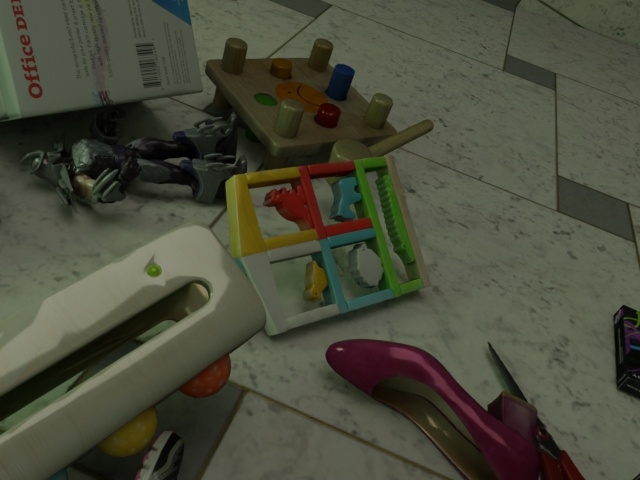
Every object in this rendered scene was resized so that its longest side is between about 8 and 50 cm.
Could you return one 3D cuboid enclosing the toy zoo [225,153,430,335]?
[{"bbox_3d":[0.000,0.000,0.770,0.293,0.030,0.192,-12,83,-35],"label":"toy zoo"}]

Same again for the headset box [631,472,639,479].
[{"bbox_3d":[0.301,0.308,0.485,0.293,0.110,0.218,-25,54,-25],"label":"headset box"}]

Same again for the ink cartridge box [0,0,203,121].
[{"bbox_3d":[-0.345,-0.285,0.869,0.270,0.198,0.197,-21,20,-41],"label":"ink cartridge box"}]

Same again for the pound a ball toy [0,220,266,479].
[{"bbox_3d":[-0.181,0.119,0.551,0.319,0.208,0.135,-32,83,-32],"label":"pound a ball toy"}]

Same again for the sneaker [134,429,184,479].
[{"bbox_3d":[-0.119,0.235,0.489,0.075,0.063,0.170,13,41,-12],"label":"sneaker"}]

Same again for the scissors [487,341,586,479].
[{"bbox_3d":[0.261,0.235,0.690,0.109,0.021,0.297,10,37,-8],"label":"scissors"}]

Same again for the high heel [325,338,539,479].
[{"bbox_3d":[0.109,0.189,0.643,0.244,0.082,0.117,24,47,0],"label":"high heel"}]

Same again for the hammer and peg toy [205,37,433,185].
[{"bbox_3d":[0.001,-0.199,1.027,0.266,0.127,0.361,-14,51,-36],"label":"hammer and peg toy"}]

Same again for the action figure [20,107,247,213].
[{"bbox_3d":[-0.249,-0.111,0.836,0.285,0.099,0.185,-4,48,-23],"label":"action figure"}]

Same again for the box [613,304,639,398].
[{"bbox_3d":[0.468,0.167,0.851,0.116,0.029,0.162,24,39,7],"label":"box"}]
